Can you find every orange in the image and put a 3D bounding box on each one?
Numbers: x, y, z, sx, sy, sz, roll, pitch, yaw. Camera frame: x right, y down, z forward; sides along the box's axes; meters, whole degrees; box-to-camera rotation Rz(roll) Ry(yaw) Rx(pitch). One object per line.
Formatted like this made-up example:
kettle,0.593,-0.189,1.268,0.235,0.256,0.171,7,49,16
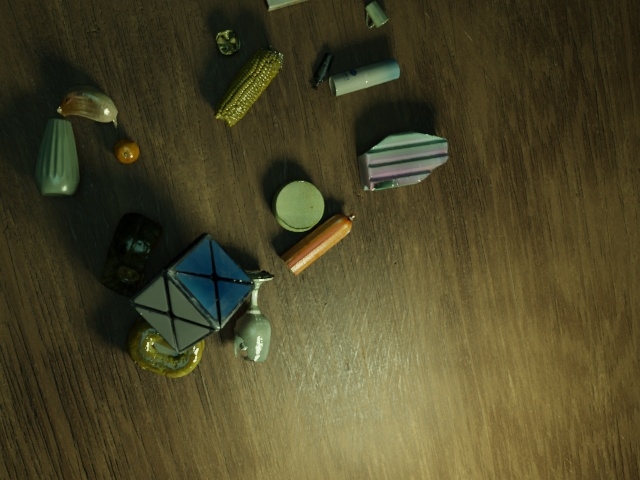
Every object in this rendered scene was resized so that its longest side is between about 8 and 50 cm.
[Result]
orange,-0.643,-0.294,1.792,0.084,0.083,0.083,-1,96,-14

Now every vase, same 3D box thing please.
vase,-0.838,-0.267,1.730,0.129,0.128,0.247,1,86,-14

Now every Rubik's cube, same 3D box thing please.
Rubik's cube,-0.412,0.168,1.755,0.255,0.259,0.260,-33,100,35

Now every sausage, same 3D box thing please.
sausage,0.000,0.000,1.971,0.312,0.093,0.093,-38,103,-8

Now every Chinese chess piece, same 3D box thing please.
Chinese chess piece,-0.081,-0.125,1.946,0.189,0.083,0.188,-1,92,-14

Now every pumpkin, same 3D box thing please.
pumpkin,-0.635,0.037,1.826,0.140,0.190,0.280,23,133,-15

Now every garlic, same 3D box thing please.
garlic,-0.738,-0.431,1.762,0.198,0.090,0.128,18,106,-21

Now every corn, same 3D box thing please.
corn,-0.246,-0.532,1.850,0.115,0.115,0.317,37,87,-14

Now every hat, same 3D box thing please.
hat,-0.311,-0.672,1.846,0.076,0.059,0.077,-16,94,5

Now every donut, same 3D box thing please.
donut,-0.529,0.353,1.858,0.262,0.128,0.208,19,90,-16

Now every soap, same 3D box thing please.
soap,0.307,-0.303,2.006,0.324,0.109,0.192,-11,98,-12

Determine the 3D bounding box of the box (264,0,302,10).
box,-0.145,-0.998,1.856,0.205,0.051,0.364,-21,100,-11

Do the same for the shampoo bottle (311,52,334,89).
shampoo bottle,0.008,-0.606,1.944,0.048,0.027,0.137,23,90,-2

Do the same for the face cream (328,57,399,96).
face cream,0.159,-0.591,1.956,0.250,0.077,0.077,-19,100,-11

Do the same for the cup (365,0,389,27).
cup,0.198,-0.816,1.965,0.083,0.075,0.054,53,46,-9

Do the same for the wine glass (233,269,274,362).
wine glass,-0.236,0.267,1.916,0.144,0.143,0.320,1,95,-14
